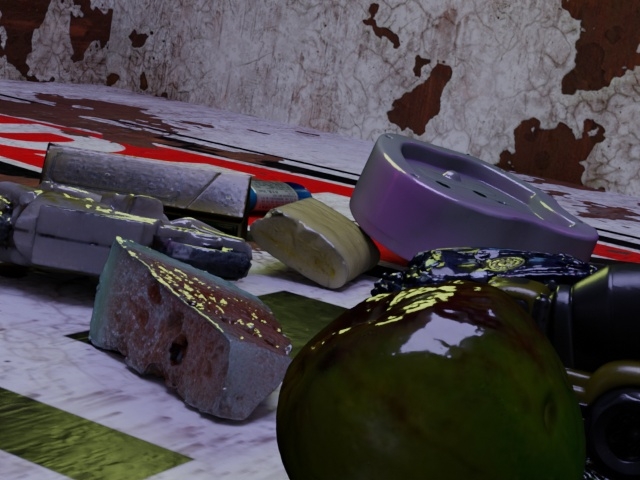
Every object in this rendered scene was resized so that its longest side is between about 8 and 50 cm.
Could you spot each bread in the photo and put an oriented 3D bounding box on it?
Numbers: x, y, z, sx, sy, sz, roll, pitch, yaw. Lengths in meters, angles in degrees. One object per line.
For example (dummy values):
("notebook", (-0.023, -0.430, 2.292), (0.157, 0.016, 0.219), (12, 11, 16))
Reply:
("bread", (0.000, -0.001, 1.591), (0.139, 0.060, 0.178), (32, 14, 9))

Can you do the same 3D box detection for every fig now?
("fig", (0.072, 0.113, 0.788), (0.191, 0.181, 0.181), (33, 11, 0))

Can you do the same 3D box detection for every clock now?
("clock", (0.202, -0.031, 1.696), (0.338, 0.102, 0.338), (21, 16, -6))

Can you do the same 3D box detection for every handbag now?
("handbag", (0.186, 0.066, 1.314), (0.260, 0.113, 0.162), (1, 4, -7))

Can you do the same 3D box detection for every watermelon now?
("watermelon", (-0.095, 0.085, 1.066), (0.154, 0.094, 0.241), (16, 7, -25))

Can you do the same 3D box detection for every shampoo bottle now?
("shampoo bottle", (-0.103, -0.070, 2.000), (0.183, 0.050, 0.087), (0, 16, -44))

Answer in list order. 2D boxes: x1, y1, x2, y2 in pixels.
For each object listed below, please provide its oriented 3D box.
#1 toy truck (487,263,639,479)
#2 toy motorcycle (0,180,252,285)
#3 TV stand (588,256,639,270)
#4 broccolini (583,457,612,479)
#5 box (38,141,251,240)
("toy truck", (0.212, 0.090, 1.031), (0.224, 0.165, 0.147), (11, 9, 16))
("toy motorcycle", (-0.241, -0.003, 1.330), (0.340, 0.108, 0.223), (10, 1, -2))
("TV stand", (0.388, 0.039, 1.857), (0.256, 0.040, 0.049), (7, 9, 7))
("broccolini", (0.254, 0.198, 0.854), (0.218, 0.042, 0.044), (19, 40, 24))
("box", (-0.205, -0.041, 1.494), (0.240, 0.071, 0.159), (9, -23, -1))
